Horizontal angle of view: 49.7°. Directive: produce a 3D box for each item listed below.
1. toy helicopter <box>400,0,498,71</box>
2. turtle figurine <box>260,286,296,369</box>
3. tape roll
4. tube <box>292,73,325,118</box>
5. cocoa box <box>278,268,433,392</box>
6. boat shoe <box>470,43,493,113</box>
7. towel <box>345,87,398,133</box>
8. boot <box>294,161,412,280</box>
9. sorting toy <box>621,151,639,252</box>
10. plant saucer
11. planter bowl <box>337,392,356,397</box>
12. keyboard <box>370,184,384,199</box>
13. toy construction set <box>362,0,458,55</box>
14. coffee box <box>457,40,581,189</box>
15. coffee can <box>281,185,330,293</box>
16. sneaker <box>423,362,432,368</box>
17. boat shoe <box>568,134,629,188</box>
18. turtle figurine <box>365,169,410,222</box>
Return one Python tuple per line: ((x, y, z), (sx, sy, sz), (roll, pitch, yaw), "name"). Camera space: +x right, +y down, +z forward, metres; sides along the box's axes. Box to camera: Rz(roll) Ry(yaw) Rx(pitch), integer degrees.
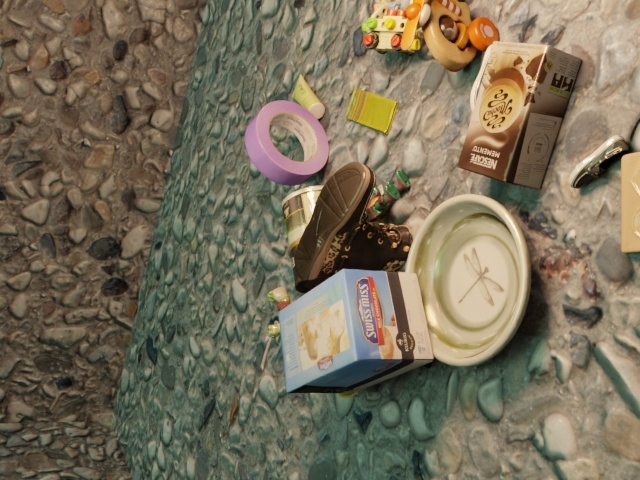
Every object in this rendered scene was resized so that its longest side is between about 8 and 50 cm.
((0.276, -0.589, 1.707), (0.140, 0.234, 0.355), (-26, 79, 53), "toy helicopter")
((-0.112, 0.302, 2.239), (0.275, 0.197, 0.266), (-61, 34, 25), "turtle figurine")
((-0.109, -0.323, 2.288), (0.090, 0.274, 0.275), (-36, 54, 50), "tape roll")
((-0.052, -0.503, 2.445), (0.070, 0.062, 0.240), (-31, 39, 2), "tube")
((0.074, 0.238, 1.740), (0.347, 0.227, 0.232), (-38, 53, 51), "cocoa box")
((0.420, -0.381, 1.654), (0.083, 0.065, 0.184), (26, 105, 58), "boat shoe")
((0.153, -0.401, 2.126), (0.237, 0.021, 0.102), (36, 115, 54), "towel")
((0.121, -0.033, 1.850), (0.378, 0.284, 0.138), (-63, 36, 30), "boot")
((0.643, -0.077, 1.267), (0.208, 0.038, 0.193), (-10, 75, 62), "sorting toy")
((0.357, 0.095, 1.621), (0.400, 0.100, 0.401), (-20, 67, 55), "plant saucer")
((0.106, 0.340, 1.978), (0.217, 0.090, 0.217), (-19, 67, 55), "planter bowl")
((0.121, -0.082, 2.117), (0.256, 0.014, 0.072), (-37, 53, 49), "keyboard")
((0.228, -0.630, 1.931), (0.327, 0.151, 0.215), (22, 103, 57), "toy construction set")
((0.440, -0.281, 1.550), (0.168, 0.118, 0.297), (30, 109, 55), "coffee box")
((0.000, 0.000, 2.101), (0.201, 0.201, 0.276), (-37, 56, 49), "coffee can")
((0.218, 0.286, 1.813), (0.227, 0.087, 0.130), (-37, 47, 42), "sneaker")
((0.561, -0.151, 1.397), (0.142, 0.049, 0.040), (-52, 43, 36), "boat shoe")
((0.146, -0.110, 1.979), (0.234, 0.118, 0.175), (-31, 29, 43), "turtle figurine")
